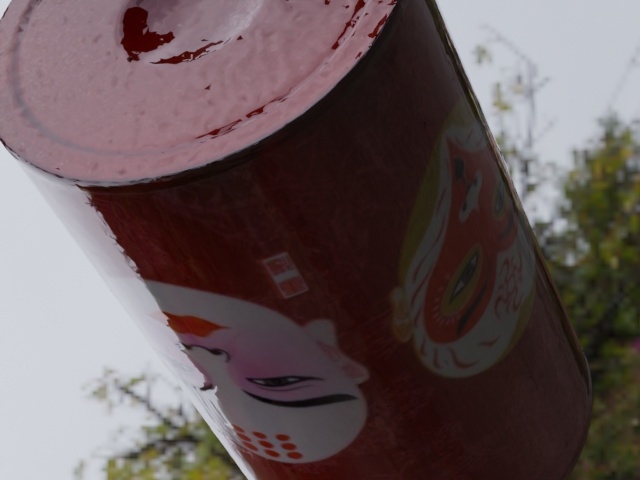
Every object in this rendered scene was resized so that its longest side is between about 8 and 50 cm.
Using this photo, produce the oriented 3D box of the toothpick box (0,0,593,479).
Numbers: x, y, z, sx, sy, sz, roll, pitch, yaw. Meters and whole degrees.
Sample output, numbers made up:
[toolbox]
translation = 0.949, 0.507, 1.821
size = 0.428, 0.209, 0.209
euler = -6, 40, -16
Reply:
[toothpick box]
translation = 0.000, 0.000, 0.863
size = 0.333, 0.204, 0.204
euler = 61, -141, -45
